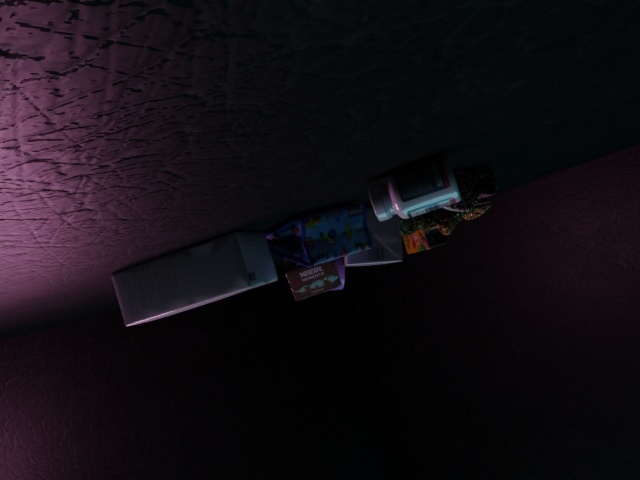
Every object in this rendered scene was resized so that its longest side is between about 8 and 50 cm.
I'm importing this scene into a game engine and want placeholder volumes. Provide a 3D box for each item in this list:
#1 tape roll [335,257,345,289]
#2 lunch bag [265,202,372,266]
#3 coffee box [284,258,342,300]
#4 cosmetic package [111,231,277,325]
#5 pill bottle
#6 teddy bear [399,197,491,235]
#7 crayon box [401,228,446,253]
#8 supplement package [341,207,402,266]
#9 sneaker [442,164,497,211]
[{"bbox_3d":[0.043,0.110,1.966,0.080,0.188,0.189,-3,174,-7],"label":"tape roll"},{"bbox_3d":[-0.033,-0.017,1.405,0.221,0.138,0.293,-16,-172,-33],"label":"lunch bag"},{"bbox_3d":[-0.034,0.075,1.704,0.168,0.118,0.297,-19,-158,1],"label":"coffee box"},{"bbox_3d":[-0.338,0.101,1.327,0.385,0.156,0.217,-19,176,11],"label":"cosmetic package"},{"bbox_3d":[0.203,-0.108,1.048,0.180,0.107,0.108,-18,176,15],"label":"pill bottle"},{"bbox_3d":[0.414,-0.094,1.672,0.338,0.113,0.245,-24,-159,-17],"label":"teddy bear"},{"bbox_3d":[0.401,-0.054,2.001,0.081,0.202,0.318,-16,176,-8],"label":"crayon box"},{"bbox_3d":[0.158,-0.004,1.609,0.178,0.175,0.293,-4,176,-1],"label":"supplement package"},{"bbox_3d":[0.404,-0.140,1.404,0.299,0.120,0.112,-14,177,-43],"label":"sneaker"}]
